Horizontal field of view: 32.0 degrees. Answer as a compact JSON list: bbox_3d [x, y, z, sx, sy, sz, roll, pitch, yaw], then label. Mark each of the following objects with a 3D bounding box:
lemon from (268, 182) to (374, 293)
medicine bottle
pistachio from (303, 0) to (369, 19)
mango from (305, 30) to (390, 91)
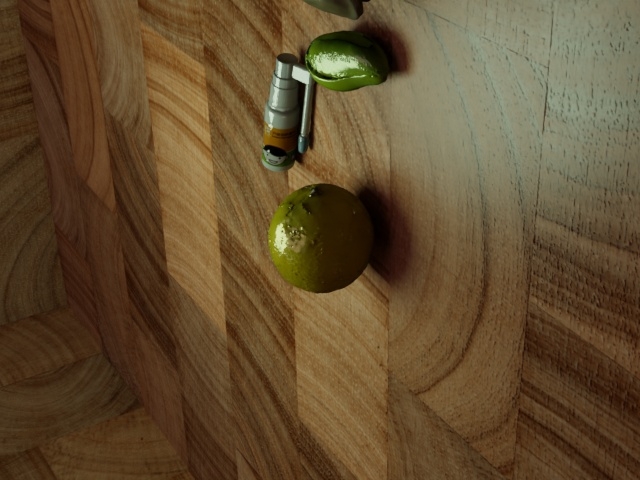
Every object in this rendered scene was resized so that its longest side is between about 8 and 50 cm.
[{"bbox_3d":[0.000,0.000,1.813,0.173,0.173,0.206,58,151,26],"label":"lemon"},{"bbox_3d":[-0.054,-0.214,1.923,0.092,0.061,0.221,28,136,22],"label":"medicine bottle"},{"bbox_3d":[-0.011,-0.419,1.584,0.288,0.166,0.197,53,173,26],"label":"pistachio"},{"bbox_3d":[0.046,-0.266,1.670,0.165,0.074,0.091,21,120,43],"label":"mango"}]
